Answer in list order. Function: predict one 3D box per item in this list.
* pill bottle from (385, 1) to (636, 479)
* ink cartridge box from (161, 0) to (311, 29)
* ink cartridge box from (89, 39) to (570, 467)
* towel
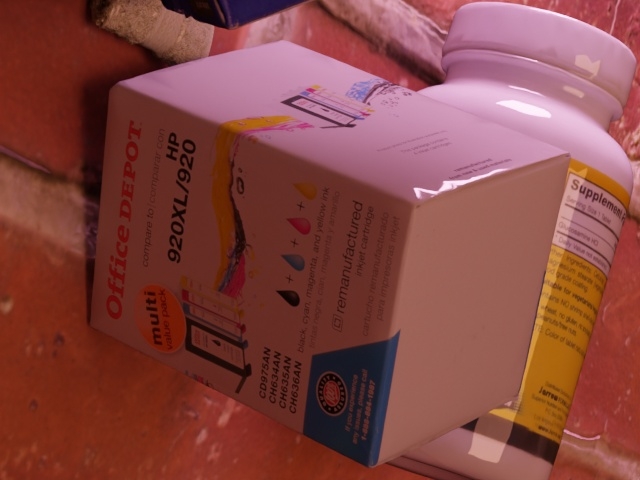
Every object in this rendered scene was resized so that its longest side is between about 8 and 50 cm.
[{"bbox_3d":[0.118,0.006,1.444,0.188,0.188,0.334,30,74,-54],"label":"pill bottle"},{"bbox_3d":[0.028,-0.230,1.072,0.395,0.270,0.151,-23,103,-7],"label":"ink cartridge box"},{"bbox_3d":[0.000,0.000,1.216,0.168,0.232,0.171,-19,125,-49],"label":"ink cartridge box"},{"bbox_3d":[-0.090,-0.187,1.234,0.110,0.027,0.148,26,78,-54],"label":"towel"}]
